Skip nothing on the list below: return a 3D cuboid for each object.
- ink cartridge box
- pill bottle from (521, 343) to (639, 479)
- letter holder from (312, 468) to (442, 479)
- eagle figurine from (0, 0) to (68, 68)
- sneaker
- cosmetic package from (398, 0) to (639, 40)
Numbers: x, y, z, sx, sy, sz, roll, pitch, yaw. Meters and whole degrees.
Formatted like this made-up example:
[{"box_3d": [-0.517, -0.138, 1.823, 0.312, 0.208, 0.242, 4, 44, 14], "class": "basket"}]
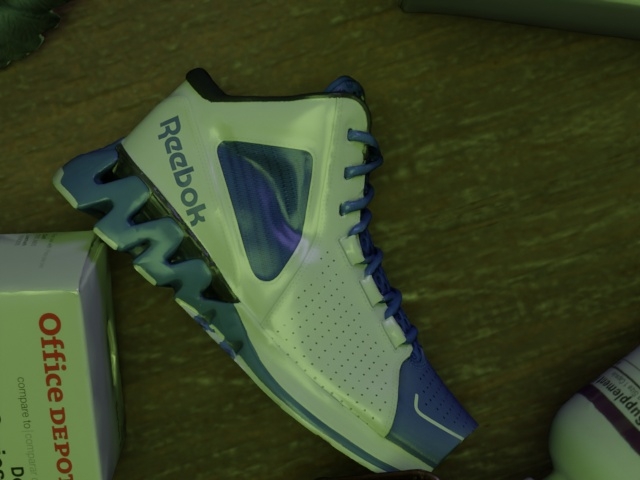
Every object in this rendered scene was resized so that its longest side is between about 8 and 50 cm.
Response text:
[{"box_3d": [-0.243, 0.085, 0.884, 0.219, 0.092, 0.160, -3, 113, 1], "class": "ink cartridge box"}, {"box_3d": [0.252, 0.131, 0.868, 0.301, 0.169, 0.169, -38, 89, 0], "class": "pill bottle"}, {"box_3d": [0.093, 0.291, 0.785, 0.152, 0.214, 0.302, -40, 104, -39], "class": "letter holder"}, {"box_3d": [-0.330, -0.196, 0.889, 0.298, 0.225, 0.226, -29, 134, -29], "class": "eagle figurine"}, {"box_3d": [-0.001, -0.001, 0.891, 0.315, 0.127, 0.182, 42, 92, 2], "class": "sneaker"}, {"box_3d": [0.244, -0.224, 0.880, 0.365, 0.155, 0.197, 6, 92, -1], "class": "cosmetic package"}]
